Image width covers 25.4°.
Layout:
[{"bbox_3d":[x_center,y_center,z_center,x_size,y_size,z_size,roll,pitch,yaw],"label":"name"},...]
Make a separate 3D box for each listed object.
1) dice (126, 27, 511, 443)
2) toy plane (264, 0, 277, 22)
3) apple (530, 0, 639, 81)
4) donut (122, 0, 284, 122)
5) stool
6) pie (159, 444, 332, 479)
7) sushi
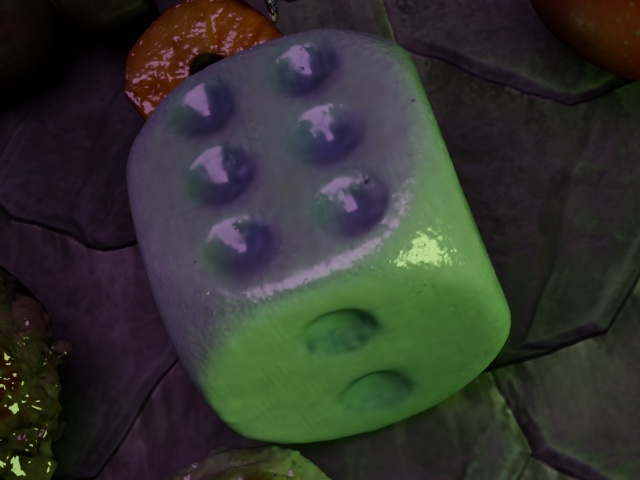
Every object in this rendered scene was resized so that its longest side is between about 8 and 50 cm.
[{"bbox_3d":[0.000,0.000,1.229,0.265,0.262,0.268,-20,56,7],"label":"dice"},{"bbox_3d":[-0.066,-0.328,1.575,0.135,0.062,0.188,-5,57,-15],"label":"toy plane"},{"bbox_3d":[0.310,-0.277,1.322,0.260,0.216,0.260,-9,58,15],"label":"apple"},{"bbox_3d":[-0.107,-0.162,1.482,0.190,0.074,0.174,25,69,25],"label":"donut"},{"bbox_3d":[-0.333,-0.269,1.558,0.264,0.179,0.179,-24,55,3],"label":"stool"},{"bbox_3d":[-0.089,0.316,1.185,0.306,0.071,0.306,-8,59,14],"label":"pie"},{"bbox_3d":[-0.334,0.110,1.273,0.219,0.238,0.225,7,98,60],"label":"sushi"}]
